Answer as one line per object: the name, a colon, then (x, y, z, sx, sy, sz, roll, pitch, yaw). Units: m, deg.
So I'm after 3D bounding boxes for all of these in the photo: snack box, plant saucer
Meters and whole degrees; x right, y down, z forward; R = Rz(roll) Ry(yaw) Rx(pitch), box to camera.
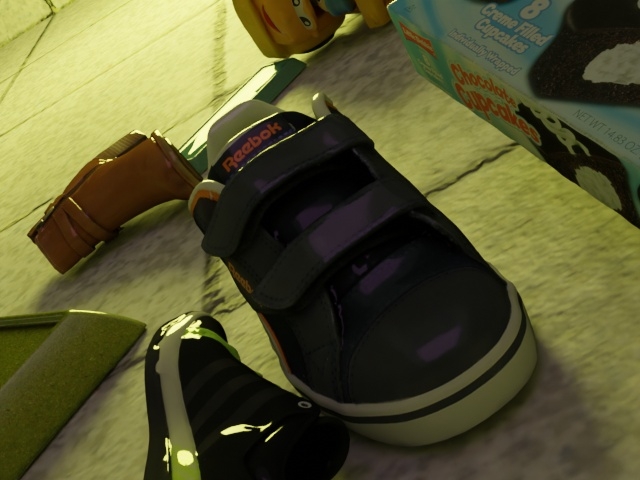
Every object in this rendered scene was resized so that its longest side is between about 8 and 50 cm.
snack box: (0.192, -0.104, 0.550, 0.187, 0.060, 0.322, -36, 40, -6)
plant saucer: (-0.090, -0.129, 1.100, 0.067, 0.018, 0.192, -5, 38, 48)
plant saucer: (-0.251, 0.116, 0.808, 0.188, 0.045, 0.188, -9, 34, 44)

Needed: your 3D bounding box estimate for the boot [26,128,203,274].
boot: (-0.191, -0.028, 0.986, 0.152, 0.073, 0.197, -45, 23, -13)

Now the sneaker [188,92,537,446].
sneaker: (0.000, 0.000, 0.617, 0.126, 0.127, 0.321, -36, 25, -8)

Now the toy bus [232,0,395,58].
toy bus: (0.043, -0.285, 1.103, 0.211, 0.149, 0.220, 23, 61, 44)

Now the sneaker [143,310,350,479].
sneaker: (-0.033, 0.109, 0.537, 0.097, 0.084, 0.235, -12, 27, -2)
